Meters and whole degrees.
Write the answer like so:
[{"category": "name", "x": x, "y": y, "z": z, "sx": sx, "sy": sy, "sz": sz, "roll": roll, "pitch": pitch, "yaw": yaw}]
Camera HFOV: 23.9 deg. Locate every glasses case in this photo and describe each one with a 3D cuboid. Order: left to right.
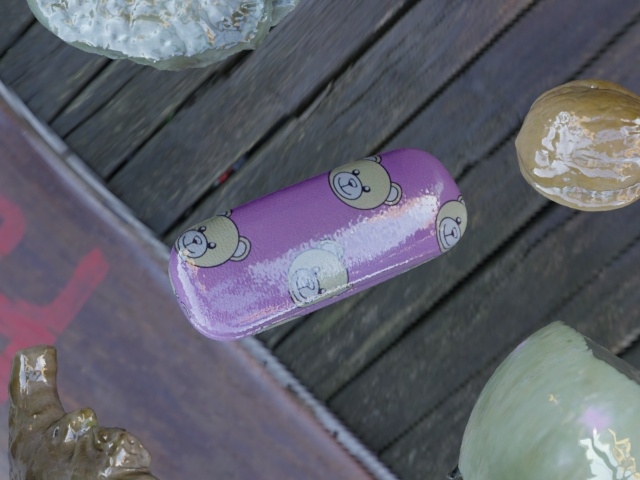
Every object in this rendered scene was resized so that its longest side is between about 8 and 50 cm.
[{"category": "glasses case", "x": 0.000, "y": 0.000, "z": 1.521, "sx": 0.316, "sy": 0.076, "sz": 0.123, "roll": -21, "pitch": 75, "yaw": -19}]

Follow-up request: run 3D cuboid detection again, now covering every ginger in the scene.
[{"category": "ginger", "x": -0.182, "y": 0.204, "z": 1.147, "sx": 0.080, "sy": 0.333, "sz": 0.166, "roll": 10, "pitch": 100, "yaw": -38}]

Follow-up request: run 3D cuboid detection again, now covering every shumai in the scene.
[{"category": "shumai", "x": -0.146, "y": -0.304, "z": 1.673, "sx": 0.304, "sy": 0.263, "sz": 0.309, "roll": -34, "pitch": 76, "yaw": 9}]

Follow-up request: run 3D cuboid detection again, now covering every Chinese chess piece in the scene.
[{"category": "Chinese chess piece", "x": 0.258, "y": 0.201, "z": 1.042, "sx": 0.349, "sy": 0.349, "sz": 0.146, "roll": 34, "pitch": 95, "yaw": -5}]

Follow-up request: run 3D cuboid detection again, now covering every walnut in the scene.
[{"category": "walnut", "x": 0.296, "y": -0.104, "z": 1.647, "sx": 0.166, "sy": 0.166, "sz": 0.149, "roll": 4, "pitch": 77, "yaw": 5}]
